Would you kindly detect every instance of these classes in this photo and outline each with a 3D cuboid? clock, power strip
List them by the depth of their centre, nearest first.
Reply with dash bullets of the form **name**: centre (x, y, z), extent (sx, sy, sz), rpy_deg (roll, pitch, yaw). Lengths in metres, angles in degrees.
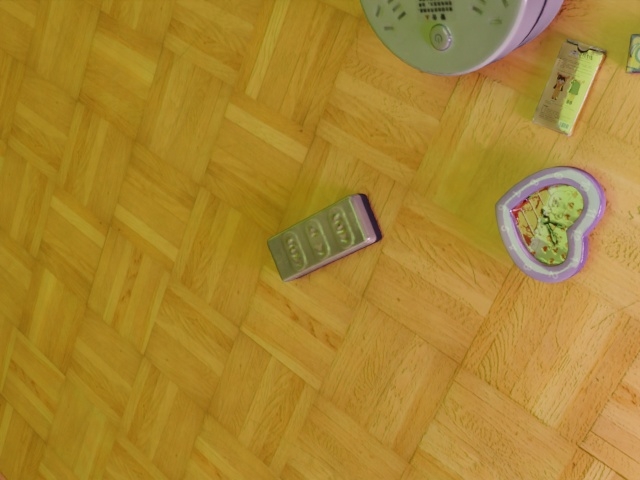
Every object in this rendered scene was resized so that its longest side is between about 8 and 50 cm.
- **power strip**: centre (0.221, -0.459, 1.175), extent (0.357, 0.161, 0.358), rpy_deg (28, 133, 34)
- **clock**: centre (0.385, -0.035, 1.242), extent (0.172, 0.064, 0.198), rpy_deg (23, 108, 30)
- **power strip**: centre (0.000, 0.000, 1.511), extent (0.256, 0.070, 0.105), rpy_deg (-27, 80, 35)

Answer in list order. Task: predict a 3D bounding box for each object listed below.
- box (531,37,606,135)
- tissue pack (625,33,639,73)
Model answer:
- **box**: centre (0.417, -0.257, 1.222), extent (0.073, 0.020, 0.149), rpy_deg (30, 112, 29)
- **tissue pack**: centre (0.526, -0.290, 1.134), extent (0.083, 0.035, 0.063), rpy_deg (12, 102, 31)
